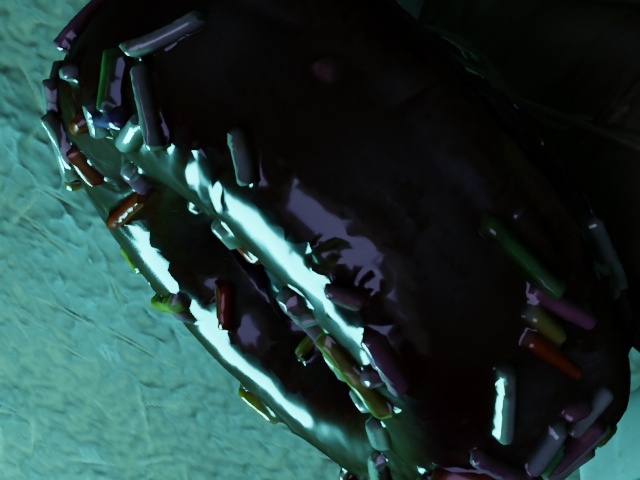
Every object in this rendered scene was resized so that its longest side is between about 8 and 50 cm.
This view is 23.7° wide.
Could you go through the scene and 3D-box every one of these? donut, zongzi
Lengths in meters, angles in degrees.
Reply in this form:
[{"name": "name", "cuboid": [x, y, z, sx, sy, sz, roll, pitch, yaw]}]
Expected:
[{"name": "donut", "cuboid": [0.000, 0.000, 0.583, 0.269, 0.103, 0.270, 42, 161, 18]}, {"name": "zongzi", "cuboid": [0.139, -0.069, 0.565, 0.194, 0.099, 0.197, 40, 112, 14]}]

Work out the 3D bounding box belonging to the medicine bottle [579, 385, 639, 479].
[{"name": "medicine bottle", "cuboid": [0.220, 0.061, 0.596, 0.095, 0.095, 0.260, 47, 136, -7]}]
